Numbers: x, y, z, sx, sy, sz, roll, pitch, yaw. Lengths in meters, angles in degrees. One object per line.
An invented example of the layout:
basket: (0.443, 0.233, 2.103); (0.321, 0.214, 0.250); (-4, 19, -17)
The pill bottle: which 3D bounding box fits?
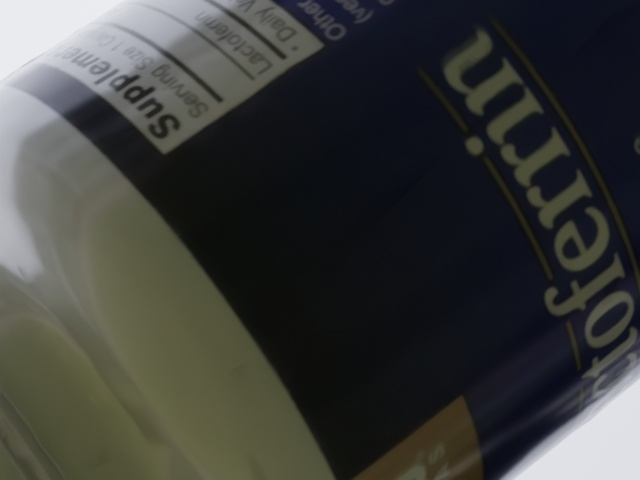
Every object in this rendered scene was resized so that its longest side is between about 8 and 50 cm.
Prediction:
pill bottle: (0.000, 0.000, 0.496); (0.265, 0.153, 0.153); (-36, -76, -17)
